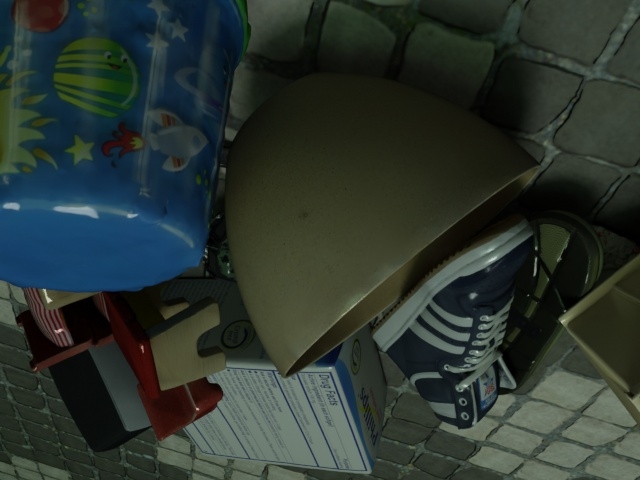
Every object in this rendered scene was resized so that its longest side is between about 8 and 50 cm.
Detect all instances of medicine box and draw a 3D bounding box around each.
[{"bbox_3d":[-0.072,0.195,0.853,0.289,0.149,0.263,-1,133,18],"label":"medicine box"}]

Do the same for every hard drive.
[{"bbox_3d":[-0.356,0.196,0.914,0.172,0.054,0.255,-36,79,38],"label":"hard drive"}]

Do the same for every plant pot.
[{"bbox_3d":[0.022,-0.038,0.541,0.191,0.284,0.284,50,136,13],"label":"plant pot"}]

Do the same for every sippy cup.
[{"bbox_3d":[-0.166,-0.088,0.422,0.305,0.224,0.240,16,150,-41],"label":"sippy cup"}]

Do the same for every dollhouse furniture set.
[{"bbox_3d":[-0.243,0.081,0.633,0.374,0.152,0.201,38,140,46],"label":"dollhouse furniture set"}]

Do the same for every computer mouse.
[{"bbox_3d":[-0.080,-0.022,0.716,0.262,0.060,0.184,14,117,-3],"label":"computer mouse"}]

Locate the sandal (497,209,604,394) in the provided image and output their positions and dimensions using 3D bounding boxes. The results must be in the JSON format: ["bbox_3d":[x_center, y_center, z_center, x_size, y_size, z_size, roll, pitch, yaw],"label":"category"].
[{"bbox_3d":[0.231,0.080,0.682,0.120,0.086,0.303,45,140,18],"label":"sandal"}]

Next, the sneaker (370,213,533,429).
[{"bbox_3d":[0.163,0.096,0.612,0.153,0.099,0.282,54,149,15],"label":"sneaker"}]

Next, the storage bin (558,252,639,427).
[{"bbox_3d":[0.413,0.104,0.562,0.260,0.123,0.262,-40,116,7],"label":"storage bin"}]

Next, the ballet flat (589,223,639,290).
[{"bbox_3d":[0.350,0.068,0.649,0.241,0.077,0.091,33,136,-15],"label":"ballet flat"}]
